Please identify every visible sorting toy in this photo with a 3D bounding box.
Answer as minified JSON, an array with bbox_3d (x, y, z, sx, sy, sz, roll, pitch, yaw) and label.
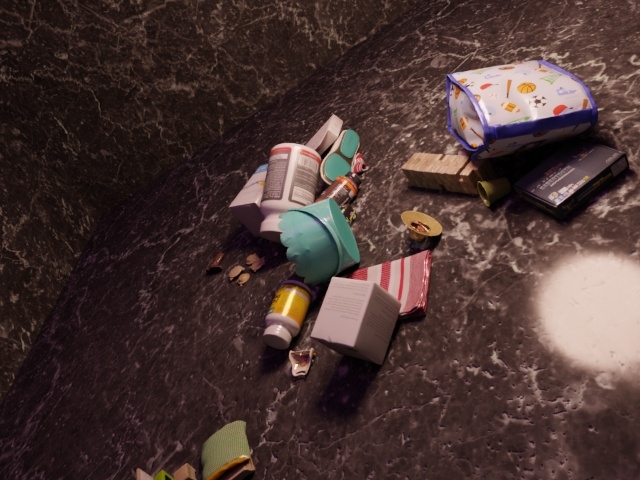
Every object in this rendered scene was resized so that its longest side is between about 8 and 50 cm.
[{"bbox_3d":[-0.054,0.363,1.511,0.083,0.045,0.075,-15,46,34],"label":"sorting toy"}]

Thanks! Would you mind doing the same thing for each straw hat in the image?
[{"bbox_3d":[0.308,-0.031,1.617,0.144,0.145,0.061,-102,25,-56],"label":"straw hat"}]

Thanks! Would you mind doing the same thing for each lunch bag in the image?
[{"bbox_3d":[0.584,-0.386,1.547,0.328,0.238,0.385,-11,27,1],"label":"lunch bag"}]

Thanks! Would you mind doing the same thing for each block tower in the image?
[{"bbox_3d":[0.420,-0.230,1.735,0.091,0.097,0.336,-48,31,-17],"label":"block tower"}]

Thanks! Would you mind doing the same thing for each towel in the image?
[{"bbox_3d":[0.173,0.154,1.548,0.329,0.037,0.237,-18,36,31],"label":"towel"}]

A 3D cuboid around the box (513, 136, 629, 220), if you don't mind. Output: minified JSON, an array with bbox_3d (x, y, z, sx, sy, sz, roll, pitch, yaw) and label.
[{"bbox_3d":[0.686,-0.176,1.417,0.233,0.059,0.183,-37,30,1],"label":"box"}]

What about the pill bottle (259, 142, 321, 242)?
[{"bbox_3d":[-0.126,-0.182,2.035,0.210,0.210,0.362,-4,69,44],"label":"pill bottle"}]

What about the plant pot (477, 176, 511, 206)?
[{"bbox_3d":[0.528,-0.154,1.547,0.079,0.083,0.083,-21,33,5],"label":"plant pot"}]

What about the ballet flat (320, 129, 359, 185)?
[{"bbox_3d":[0.070,-0.335,2.232,0.139,0.139,0.400,-16,34,33],"label":"ballet flat"}]

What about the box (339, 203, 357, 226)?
[{"bbox_3d":[0.089,-0.086,1.923,0.052,0.062,0.083,-5,45,46],"label":"box"}]

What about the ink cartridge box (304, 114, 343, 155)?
[{"bbox_3d":[-0.030,-0.408,2.372,0.296,0.066,0.261,-41,22,42],"label":"ink cartridge box"}]

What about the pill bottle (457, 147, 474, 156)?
[{"bbox_3d":[0.511,-0.307,1.787,0.083,0.043,0.043,-43,31,-7],"label":"pill bottle"}]

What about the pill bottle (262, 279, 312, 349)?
[{"bbox_3d":[-0.109,0.240,1.651,0.118,0.117,0.208,-13,40,36],"label":"pill bottle"}]

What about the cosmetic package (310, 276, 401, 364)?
[{"bbox_3d":[0.098,0.215,1.387,0.151,0.151,0.183,4,66,43],"label":"cosmetic package"}]

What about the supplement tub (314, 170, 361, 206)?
[{"bbox_3d":[0.074,-0.182,2.023,0.198,0.106,0.106,-47,32,-13],"label":"supplement tub"}]

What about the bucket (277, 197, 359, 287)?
[{"bbox_3d":[0.000,0.000,1.716,0.183,0.281,0.281,-25,33,14],"label":"bucket"}]

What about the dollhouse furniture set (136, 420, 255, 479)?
[{"bbox_3d":[-0.346,0.609,1.383,0.302,0.151,0.197,-39,31,0],"label":"dollhouse furniture set"}]

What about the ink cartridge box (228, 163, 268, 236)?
[{"bbox_3d":[-0.216,-0.179,2.235,0.197,0.198,0.270,-4,45,44],"label":"ink cartridge box"}]

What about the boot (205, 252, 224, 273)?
[{"bbox_3d":[-0.452,0.093,2.289,0.107,0.037,0.114,-9,37,37],"label":"boot"}]

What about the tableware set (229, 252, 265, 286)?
[{"bbox_3d":[-0.301,0.116,2.112,0.169,0.020,0.141,-41,33,-7],"label":"tableware set"}]

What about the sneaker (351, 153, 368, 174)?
[{"bbox_3d":[0.174,-0.329,2.171,0.067,0.042,0.118,-15,45,40],"label":"sneaker"}]
